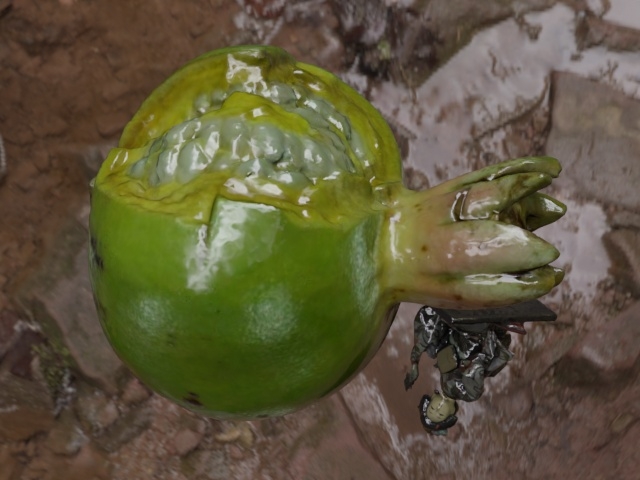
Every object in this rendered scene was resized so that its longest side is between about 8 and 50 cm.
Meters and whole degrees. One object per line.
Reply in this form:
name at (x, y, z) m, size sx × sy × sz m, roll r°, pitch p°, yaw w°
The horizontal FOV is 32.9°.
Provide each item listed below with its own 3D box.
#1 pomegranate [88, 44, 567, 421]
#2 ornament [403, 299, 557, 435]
pomegranate at (0.000, 0.000, 0.679) m, size 0.302 × 0.236 × 0.236 m, roll 4°, pitch 70°, yaw 14°
ornament at (0.132, 0.131, 1.182) m, size 0.166 × 0.153 × 0.196 m, roll 41°, pitch 123°, yaw 48°
